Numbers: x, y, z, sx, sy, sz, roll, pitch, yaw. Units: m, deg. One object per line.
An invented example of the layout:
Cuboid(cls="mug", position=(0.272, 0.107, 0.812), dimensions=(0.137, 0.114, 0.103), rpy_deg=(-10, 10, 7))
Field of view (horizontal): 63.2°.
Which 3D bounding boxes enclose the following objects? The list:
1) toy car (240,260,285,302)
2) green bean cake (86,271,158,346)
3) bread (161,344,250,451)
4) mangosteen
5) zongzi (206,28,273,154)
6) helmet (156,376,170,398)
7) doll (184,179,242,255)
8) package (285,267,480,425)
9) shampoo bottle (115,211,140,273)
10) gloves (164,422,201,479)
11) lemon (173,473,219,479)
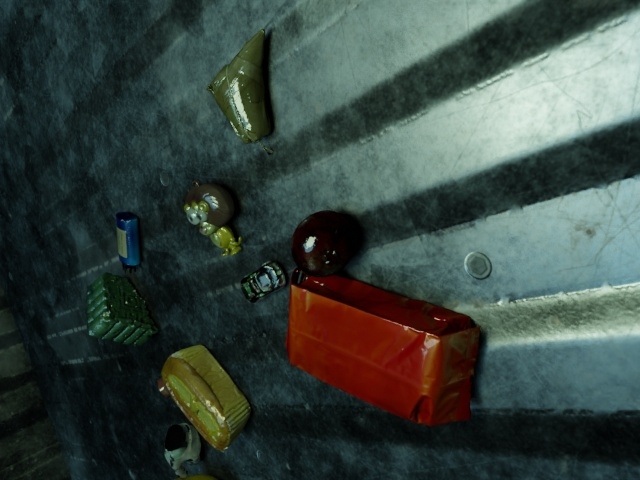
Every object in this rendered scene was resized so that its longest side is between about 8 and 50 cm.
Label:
Cuboid(cls="toy car", position=(-0.135, 0.097, 1.184), dimensions=(0.142, 0.055, 0.069), rpy_deg=(-32, 85, 45))
Cuboid(cls="green bean cake", position=(-0.615, 0.209, 1.620), dimensions=(0.107, 0.193, 0.208), rpy_deg=(-42, 50, 24))
Cuboid(cls="bread", position=(-0.312, 0.424, 1.421), dimensions=(0.288, 0.119, 0.153), rpy_deg=(44, 133, 23))
Cuboid(cls="mangosteen", position=(0.000, 0.000, 0.988), dimensions=(0.140, 0.140, 0.140), rpy_deg=(16, 115, 39))
Cuboid(cls="zongzi", position=(-0.120, -0.288, 1.030), dimensions=(0.178, 0.081, 0.189), rpy_deg=(-36, 85, 34))
Cuboid(cls="helmet", position=(-0.479, 0.449, 1.631), dimensions=(0.065, 0.049, 0.084), rpy_deg=(53, 172, -28))
Cuboid(cls="doll", position=(-0.245, -0.052, 1.212), dimensions=(0.188, 0.096, 0.145), rpy_deg=(52, 141, 3))
Cuboid(cls="package", position=(0.081, 0.183, 0.966), dimensions=(0.423, 0.123, 0.196), rpy_deg=(18, 114, 36))
Cuboid(cls="shampoo bottle", position=(-0.579, 0.009, 1.569), dimensions=(0.087, 0.050, 0.183), rpy_deg=(21, 118, 33))
Cuboid(cls="gloves", position=(-0.417, 0.645, 1.606), dimensions=(0.128, 0.111, 0.212), rpy_deg=(58, 172, 37))
Cuboid(cls="lemon", position=(-0.344, 0.813, 1.507), dimensions=(0.263, 0.235, 0.236), rpy_deg=(-122, 36, -58))
